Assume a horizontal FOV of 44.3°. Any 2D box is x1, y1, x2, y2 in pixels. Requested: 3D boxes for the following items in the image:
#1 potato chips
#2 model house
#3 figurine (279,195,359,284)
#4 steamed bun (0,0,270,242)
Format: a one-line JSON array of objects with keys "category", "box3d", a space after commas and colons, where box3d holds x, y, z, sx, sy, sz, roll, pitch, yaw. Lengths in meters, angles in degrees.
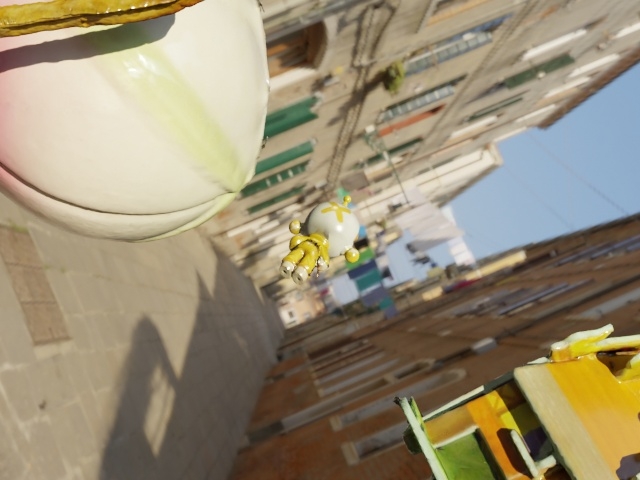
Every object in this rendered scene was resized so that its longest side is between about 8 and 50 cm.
[{"category": "potato chips", "box3d": [-0.161, -0.154, 0.516, 0.026, 0.204, 0.037, 91, -14, -74]}, {"category": "model house", "box3d": [0.282, 0.254, 0.793, 0.358, 0.313, 0.242, 63, 4, -52]}, {"category": "figurine", "box3d": [-0.005, -0.001, 1.060, 0.101, 0.143, 0.068, 48, -31, 31]}, {"category": "steamed bun", "box3d": [-0.218, -0.143, 0.712, 0.309, 0.309, 0.309, 157, -90, -86]}]
